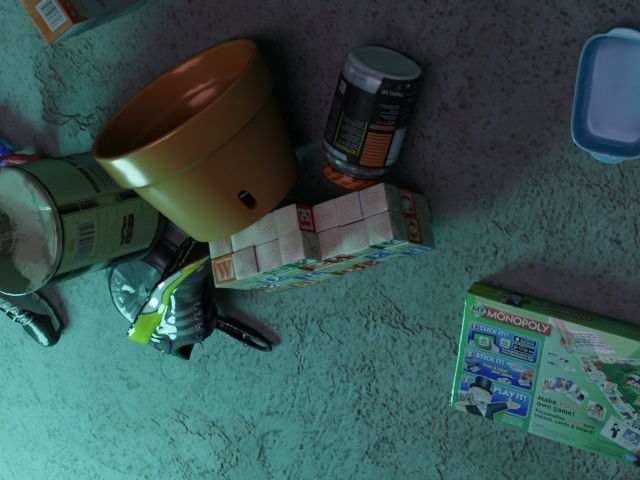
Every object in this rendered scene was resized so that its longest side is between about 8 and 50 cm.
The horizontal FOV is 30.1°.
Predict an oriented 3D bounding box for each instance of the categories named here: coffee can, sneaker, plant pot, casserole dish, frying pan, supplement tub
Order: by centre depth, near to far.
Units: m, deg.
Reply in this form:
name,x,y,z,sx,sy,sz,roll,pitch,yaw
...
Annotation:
name,x,y,z,sx,sy,sz,roll,pitch,yaw
casserole dish,0.401,-0.197,1.598,0.114,0.037,0.188,13,119,21
supplement tub,0.070,-0.175,1.728,0.117,0.117,0.190,25,122,15
plant pot,-0.164,-0.137,1.786,0.291,0.291,0.203,-19,120,32
coffee can,-0.408,-0.038,1.916,0.202,0.275,0.201,6,103,28
sneaker,-0.213,0.095,1.949,0.121,0.111,0.300,30,140,-7
frying pan,-0.256,0.130,2.080,0.326,0.053,0.197,47,125,4
sneaker,-0.587,0.123,2.188,0.086,0.132,0.228,-35,94,34

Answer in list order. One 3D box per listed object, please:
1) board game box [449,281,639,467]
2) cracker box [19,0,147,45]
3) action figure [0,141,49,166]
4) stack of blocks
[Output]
name,x,y,z,sx,sy,sz,roll,pitch,yaw
board game box,0.362,0.203,1.797,0.317,0.046,0.213,16,118,20
cracker box,-0.361,-0.397,1.772,0.067,0.232,0.155,-29,98,33
action figure,-0.577,-0.129,2.070,0.280,0.139,0.091,27,123,11
stack of blocks,0.000,0.000,1.800,0.297,0.171,0.087,-17,75,31
